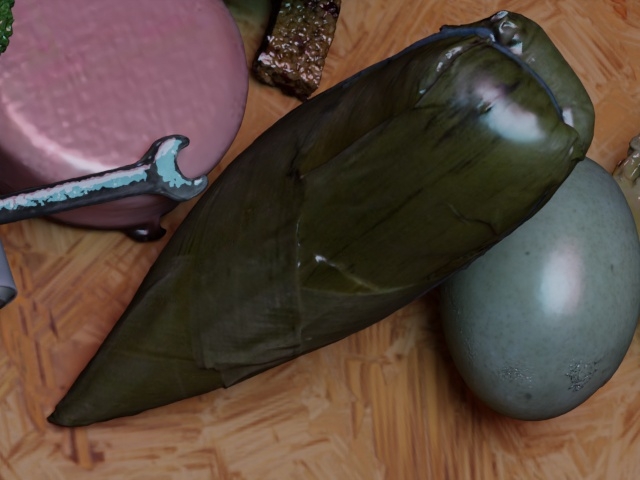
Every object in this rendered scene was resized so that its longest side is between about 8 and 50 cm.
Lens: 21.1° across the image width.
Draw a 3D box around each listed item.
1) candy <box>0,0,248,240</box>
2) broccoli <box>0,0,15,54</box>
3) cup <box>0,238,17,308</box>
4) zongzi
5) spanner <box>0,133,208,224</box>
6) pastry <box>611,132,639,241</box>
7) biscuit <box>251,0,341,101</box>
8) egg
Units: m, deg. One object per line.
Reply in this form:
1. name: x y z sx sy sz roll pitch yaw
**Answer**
1. candy: -0.177 -0.125 1.380 0.255 0.094 0.255 8 68 -21
2. broccoli: -0.379 -0.239 1.220 0.413 0.321 0.310 -43 134 7
3. cup: -0.289 0.002 1.294 0.104 0.074 0.116 -1 68 -42
4. zongzi: 0.000 0.000 1.265 0.393 0.356 0.174 -39 97 -28
5. spanner: -0.205 -0.031 1.281 0.254 0.015 0.054 -14 98 -20
6. pastry: 0.394 -0.012 1.536 0.236 0.170 0.256 -36 66 -6
7. biscuit: -0.010 -0.219 1.519 0.064 0.034 0.199 21 65 -14
8. egg: 0.184 0.035 1.431 0.169 0.169 0.237 13 71 -18
